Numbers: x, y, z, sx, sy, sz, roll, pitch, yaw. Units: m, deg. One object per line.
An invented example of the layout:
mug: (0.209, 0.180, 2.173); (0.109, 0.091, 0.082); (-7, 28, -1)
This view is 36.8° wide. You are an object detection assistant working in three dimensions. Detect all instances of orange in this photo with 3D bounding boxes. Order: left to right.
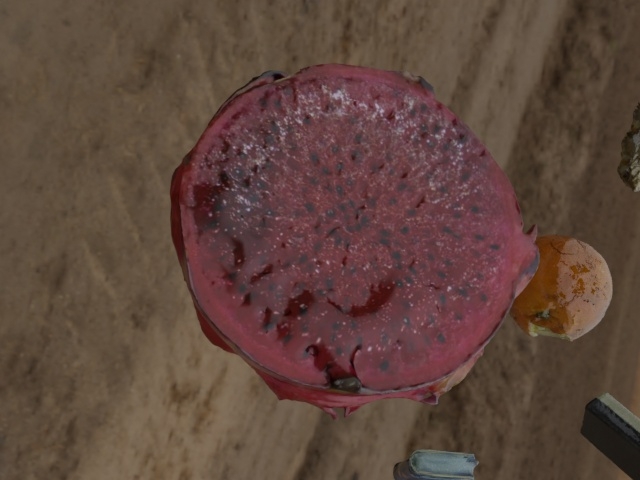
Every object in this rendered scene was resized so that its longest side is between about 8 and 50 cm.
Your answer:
orange: (0.523, 0.105, 2.128); (0.240, 0.240, 0.240); (10, 90, -69)

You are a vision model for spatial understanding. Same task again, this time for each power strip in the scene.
power strip: (0.633, 0.417, 1.933); (0.070, 0.257, 0.105); (-28, 138, -25)

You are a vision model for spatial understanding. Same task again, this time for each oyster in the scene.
oyster: (0.386, -0.130, 1.078); (0.177, 0.056, 0.105); (-61, -163, -23)

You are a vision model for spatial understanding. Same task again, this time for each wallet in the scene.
wallet: (0.229, 0.460, 1.919); (0.202, 0.141, 0.059); (105, -12, -70)

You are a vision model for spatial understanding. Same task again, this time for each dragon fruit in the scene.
dragon fruit: (0.022, 0.012, 1.052); (0.249, 0.386, 0.370); (123, -23, -68)
